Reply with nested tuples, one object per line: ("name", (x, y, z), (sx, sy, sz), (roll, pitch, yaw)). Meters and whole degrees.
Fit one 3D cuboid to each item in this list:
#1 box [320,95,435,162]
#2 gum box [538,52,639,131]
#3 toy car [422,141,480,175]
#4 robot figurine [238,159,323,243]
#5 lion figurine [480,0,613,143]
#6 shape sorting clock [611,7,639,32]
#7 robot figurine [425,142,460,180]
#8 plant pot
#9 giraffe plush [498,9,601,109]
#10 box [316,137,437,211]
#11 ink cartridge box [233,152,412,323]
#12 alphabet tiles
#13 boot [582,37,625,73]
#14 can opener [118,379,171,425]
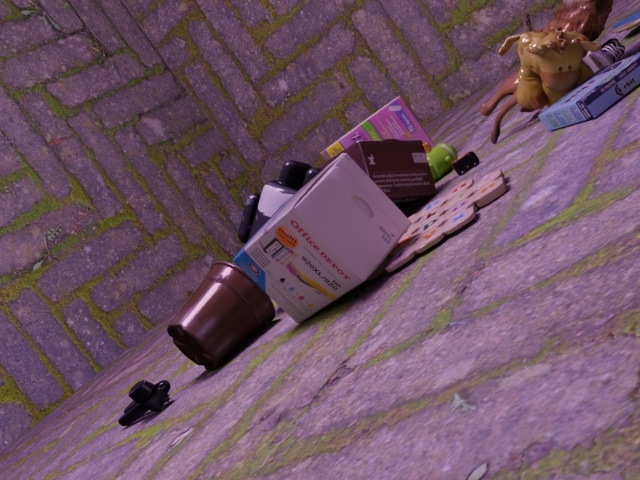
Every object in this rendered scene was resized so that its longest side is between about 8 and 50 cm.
("box", (0.162, -0.216, 2.223), (0.243, 0.213, 0.117), (-36, 5, -4))
("gum box", (0.498, -0.267, 1.538), (0.157, 0.041, 0.184), (-37, 5, -8))
("toy car", (0.284, -0.193, 1.849), (0.060, 0.122, 0.040), (-52, 4, 20))
("robot figurine", (-0.057, -0.022, 1.785), (0.209, 0.173, 0.278), (31, 106, 64))
("lion figurine", (0.496, -0.395, 1.857), (0.392, 0.142, 0.240), (-62, 2, -4))
("shape sorting clock", (0.814, -0.562, 2.091), (0.206, 0.040, 0.206), (-32, 4, 3))
("robot figurine", (0.281, -0.188, 2.038), (0.115, 0.067, 0.101), (-38, 34, -26))
("plant pot", (-0.204, 0.157, 1.694), (0.165, 0.167, 0.167), (-49, 11, -28))
("giraffe plush", (0.461, -0.351, 1.661), (0.181, 0.210, 0.170), (-32, 13, 4))
("box", (0.061, -0.095, 1.937), (0.191, 0.143, 0.381), (-6, -16, -37))
("ink cartridge box", (0.000, 0.000, 1.462), (0.168, 0.171, 0.232), (-49, 7, -37))
("alphabet tiles", (0.195, -0.028, 1.468), (0.284, 0.021, 0.278), (-34, 8, 16))
("boot", (0.603, -0.394, 1.802), (0.086, 0.069, 0.190), (-40, 4, 11))
("can opener", (-0.349, 0.318, 1.682), (0.186, 0.073, 0.059), (-43, 7, 48))
